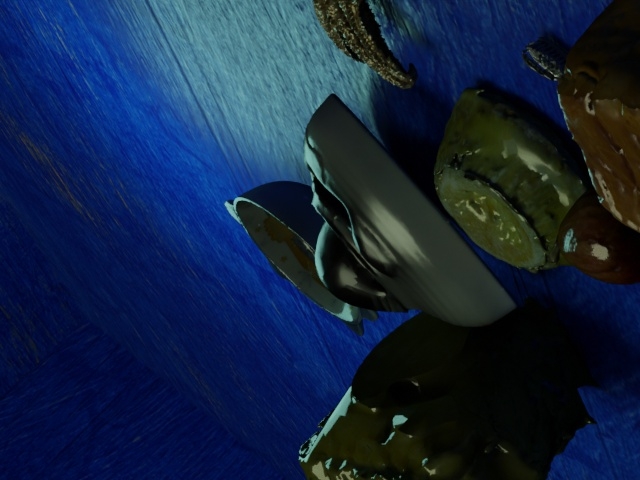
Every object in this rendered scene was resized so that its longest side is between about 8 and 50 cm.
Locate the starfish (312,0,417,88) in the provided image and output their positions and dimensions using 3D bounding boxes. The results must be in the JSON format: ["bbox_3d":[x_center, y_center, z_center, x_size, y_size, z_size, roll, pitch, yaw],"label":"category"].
[{"bbox_3d":[0.007,-0.234,1.592,0.240,0.043,0.227,45,163,16],"label":"starfish"}]

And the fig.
[{"bbox_3d":[0.224,-0.003,1.491,0.125,0.089,0.089,-10,126,46],"label":"fig"}]

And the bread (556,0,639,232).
[{"bbox_3d":[0.250,-0.085,1.120,0.143,0.158,0.149,31,154,48],"label":"bread"}]

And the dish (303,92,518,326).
[{"bbox_3d":[0.054,0.000,1.757,0.273,0.134,0.273,49,-179,-1],"label":"dish"}]

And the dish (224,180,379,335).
[{"bbox_3d":[0.000,0.000,2.129,0.236,0.086,0.228,43,166,8],"label":"dish"}]

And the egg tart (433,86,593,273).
[{"bbox_3d":[0.171,-0.041,1.589,0.197,0.078,0.197,39,163,14],"label":"egg tart"}]

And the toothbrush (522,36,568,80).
[{"bbox_3d":[0.266,-0.063,1.374,0.288,0.026,0.024,41,123,14],"label":"toothbrush"}]

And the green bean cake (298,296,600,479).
[{"bbox_3d":[0.149,0.184,1.815,0.285,0.310,0.202,1,128,54],"label":"green bean cake"}]
